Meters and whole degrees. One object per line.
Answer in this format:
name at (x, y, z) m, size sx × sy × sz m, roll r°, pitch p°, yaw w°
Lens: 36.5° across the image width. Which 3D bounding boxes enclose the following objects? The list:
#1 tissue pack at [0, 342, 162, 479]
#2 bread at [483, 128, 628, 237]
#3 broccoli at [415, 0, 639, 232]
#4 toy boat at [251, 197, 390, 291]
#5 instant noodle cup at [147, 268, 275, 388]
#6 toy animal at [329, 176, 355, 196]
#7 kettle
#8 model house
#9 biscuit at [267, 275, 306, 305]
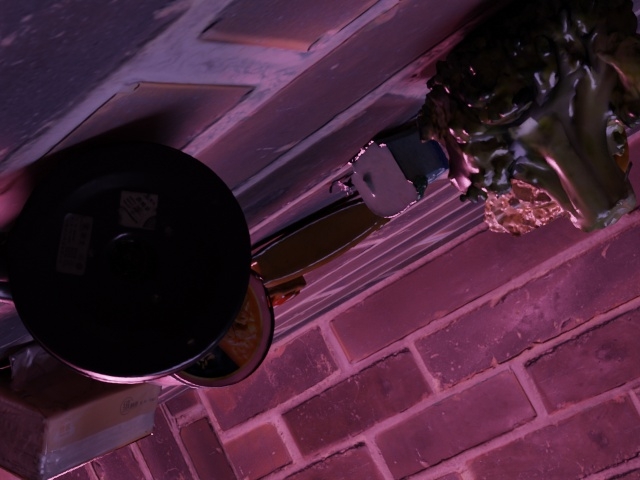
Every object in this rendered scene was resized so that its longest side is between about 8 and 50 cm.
tissue pack at (-0.458, 0.267, 1.744) m, size 0.238 × 0.238 × 0.305 m, roll -33°, pitch 170°, yaw 30°
bread at (0.470, -0.165, 1.970) m, size 0.270 × 0.211 × 0.316 m, roll -33°, pitch -178°, yaw -23°
broccoli at (0.288, -0.142, 1.224) m, size 0.293 × 0.281 × 0.348 m, roll -31°, pitch 161°, yaw 8°
toy boat at (0.000, 0.000, 1.847) m, size 0.321 × 0.089 × 0.121 m, roll -29°, pitch 177°, yaw 0°
instant noodle cup at (-0.237, 0.154, 1.672) m, size 0.244 × 0.244 × 0.255 m, roll -22°, pitch 178°, yaw -32°
toy animal at (0.045, -0.091, 1.640) m, size 0.084 × 0.028 × 0.050 m, roll -23°, pitch 162°, yaw -25°
kettle at (-0.246, 0.044, 1.040) m, size 0.321 × 0.228 × 0.324 m, roll 1°, pitch 169°, yaw -11°
model house at (0.144, -0.122, 1.525) m, size 0.149 × 0.119 × 0.148 m, roll -32°, pitch 174°, yaw -27°
biscuit at (-0.202, 0.150, 2.104) m, size 0.359 × 0.074 × 0.381 m, roll -22°, pitch 173°, yaw 18°
